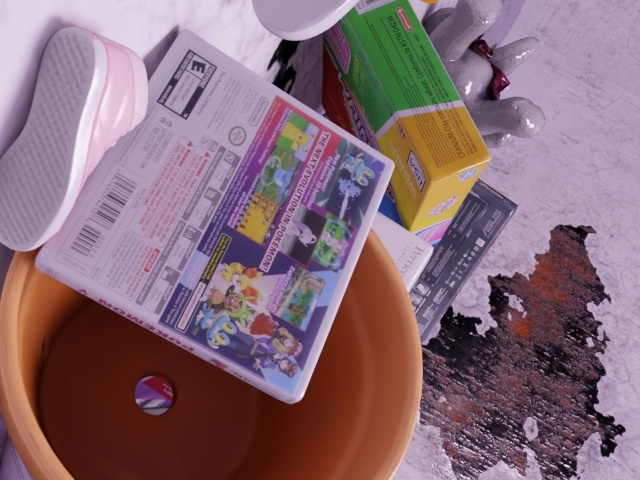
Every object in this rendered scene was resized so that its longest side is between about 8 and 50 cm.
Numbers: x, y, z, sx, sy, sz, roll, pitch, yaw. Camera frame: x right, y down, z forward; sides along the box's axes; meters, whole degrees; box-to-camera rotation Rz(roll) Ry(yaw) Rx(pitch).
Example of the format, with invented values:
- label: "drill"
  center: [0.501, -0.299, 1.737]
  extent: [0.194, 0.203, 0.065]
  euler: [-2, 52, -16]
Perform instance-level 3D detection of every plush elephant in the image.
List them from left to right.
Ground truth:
- label: "plush elephant"
  center: [0.289, -0.305, 1.500]
  extent: [0.255, 0.271, 0.330]
  euler: [-34, -173, -41]

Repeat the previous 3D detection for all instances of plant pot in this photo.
- label: "plant pot"
  center: [-0.098, 0.097, 0.610]
  extent: [0.291, 0.291, 0.203]
  euler: [-53, -173, -34]

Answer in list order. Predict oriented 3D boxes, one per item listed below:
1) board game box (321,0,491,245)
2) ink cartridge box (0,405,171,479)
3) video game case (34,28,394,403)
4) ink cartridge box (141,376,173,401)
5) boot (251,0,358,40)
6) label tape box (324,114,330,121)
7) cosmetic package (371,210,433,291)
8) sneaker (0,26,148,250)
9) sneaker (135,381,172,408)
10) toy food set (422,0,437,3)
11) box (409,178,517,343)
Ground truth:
- label: "board game box"
  center: [0.079, -0.129, 0.908]
  extent: [0.064, 0.242, 0.316]
  euler: [-23, 166, -6]
- label: "ink cartridge box"
  center: [-0.215, 0.270, 0.747]
  extent: [0.160, 0.092, 0.219]
  euler: [3, 115, -34]
- label: "video game case"
  center: [-0.057, -0.021, 0.543]
  extent: [0.023, 0.183, 0.201]
  euler: [-38, -156, 57]
- label: "ink cartridge box"
  center: [-0.113, 0.058, 0.816]
  extent: [0.176, 0.128, 0.127]
  euler: [-59, 173, 10]
- label: "boot"
  center: [0.040, -0.257, 0.654]
  extent: [0.258, 0.095, 0.123]
  euler: [-59, 166, -3]
- label: "label tape box"
  center: [0.037, -0.083, 1.288]
  extent: [0.249, 0.115, 0.347]
  euler: [-51, 168, -39]
- label: "cosmetic package"
  center: [0.000, 0.000, 0.918]
  extent: [0.117, 0.231, 0.085]
  euler: [-56, 172, -12]
- label: "sneaker"
  center: [-0.141, -0.056, 0.472]
  extent: [0.134, 0.051, 0.070]
  euler: [-64, 166, 15]
- label: "sneaker"
  center: [-0.207, 0.200, 0.894]
  extent: [0.282, 0.161, 0.102]
  euler: [-8, 111, -39]
- label: "toy food set"
  center: [0.181, -0.410, 0.978]
  extent: [0.104, 0.111, 0.232]
  euler: [-100, -161, -52]
- label: "box"
  center: [0.132, -0.002, 1.124]
  extent: [0.232, 0.183, 0.059]
  euler: [-59, 167, 18]
